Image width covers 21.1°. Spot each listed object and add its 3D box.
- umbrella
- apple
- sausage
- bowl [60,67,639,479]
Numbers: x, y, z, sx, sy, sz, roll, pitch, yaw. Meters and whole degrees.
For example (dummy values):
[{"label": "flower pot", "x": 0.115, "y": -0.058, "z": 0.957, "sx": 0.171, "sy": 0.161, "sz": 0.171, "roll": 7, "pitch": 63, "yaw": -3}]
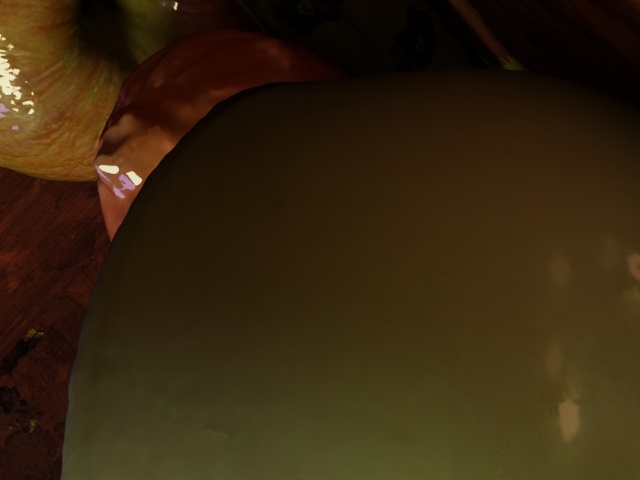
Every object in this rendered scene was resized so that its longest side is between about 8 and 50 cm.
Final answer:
[{"label": "umbrella", "x": 0.057, "y": -0.063, "z": 0.864, "sx": 0.337, "sy": 0.067, "sz": 0.073, "roll": 42, "pitch": -170, "yaw": -47}, {"label": "apple", "x": -0.128, "y": -0.136, "z": 0.846, "sx": 0.211, "sy": 0.211, "sz": 0.188, "roll": 43, "pitch": 173, "yaw": -40}, {"label": "sausage", "x": 0.000, "y": 0.000, "z": 0.779, "sx": 0.254, "sy": 0.148, "sz": 0.148, "roll": 33, "pitch": -175, "yaw": -39}, {"label": "bowl", "x": 0.096, "y": 0.093, "z": 0.596, "sx": 0.185, "sy": 0.354, "sz": 0.354, "roll": -13, "pitch": 140, "yaw": 33}]
